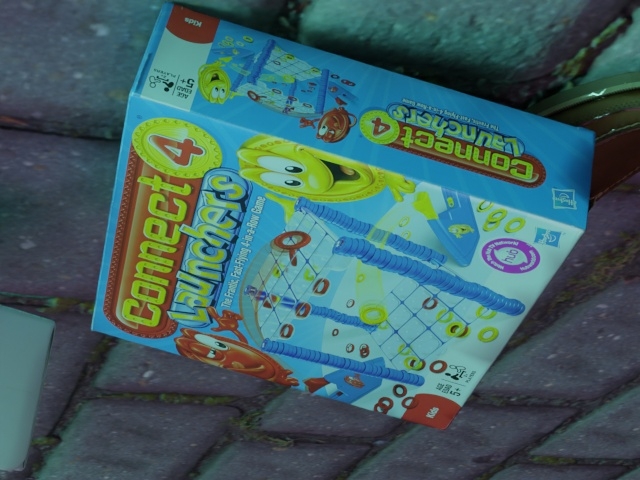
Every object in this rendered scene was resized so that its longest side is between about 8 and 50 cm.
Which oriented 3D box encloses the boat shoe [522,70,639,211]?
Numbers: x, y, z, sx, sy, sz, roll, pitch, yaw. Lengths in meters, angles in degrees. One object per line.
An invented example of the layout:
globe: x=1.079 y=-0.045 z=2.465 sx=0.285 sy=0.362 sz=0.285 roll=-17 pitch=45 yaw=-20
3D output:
boat shoe: x=0.167 y=-0.026 z=1.043 sx=0.110 sy=0.104 sz=0.307 roll=16 pitch=147 yaw=-37

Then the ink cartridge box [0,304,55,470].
ink cartridge box: x=-0.400 y=0.093 z=1.050 sx=0.306 sy=0.131 sz=0.226 roll=0 pitch=165 yaw=38

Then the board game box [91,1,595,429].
board game box: x=0.000 y=0.000 z=0.957 sx=0.302 sy=0.086 sz=0.308 roll=16 pitch=144 yaw=-4
